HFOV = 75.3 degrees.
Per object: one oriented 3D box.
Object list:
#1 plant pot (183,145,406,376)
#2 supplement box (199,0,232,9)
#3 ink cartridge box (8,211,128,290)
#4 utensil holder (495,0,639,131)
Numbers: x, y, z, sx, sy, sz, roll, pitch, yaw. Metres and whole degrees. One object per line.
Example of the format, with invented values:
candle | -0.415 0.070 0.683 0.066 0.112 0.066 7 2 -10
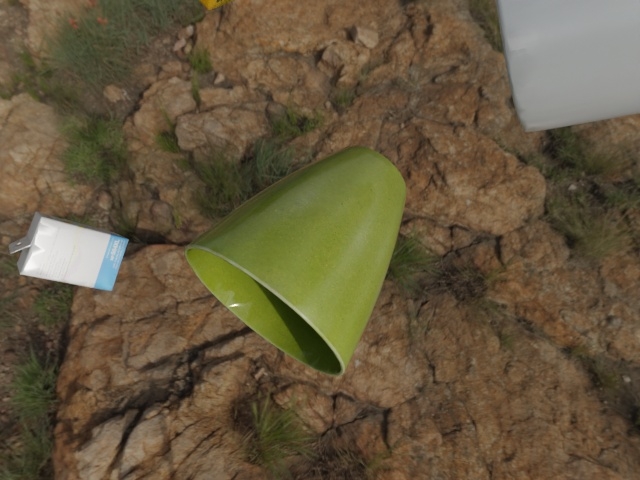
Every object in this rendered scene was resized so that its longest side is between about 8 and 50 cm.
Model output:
plant pot | 0.000 0.000 0.633 0.275 0.274 0.293 32 64 15
supplement box | -0.298 -0.749 0.937 0.356 0.194 0.195 43 52 -4
ink cartridge box | -0.401 0.015 0.656 0.092 0.143 0.089 12 83 50
utensil holder | 0.376 -0.292 0.379 0.386 0.328 0.327 -7 63 30
